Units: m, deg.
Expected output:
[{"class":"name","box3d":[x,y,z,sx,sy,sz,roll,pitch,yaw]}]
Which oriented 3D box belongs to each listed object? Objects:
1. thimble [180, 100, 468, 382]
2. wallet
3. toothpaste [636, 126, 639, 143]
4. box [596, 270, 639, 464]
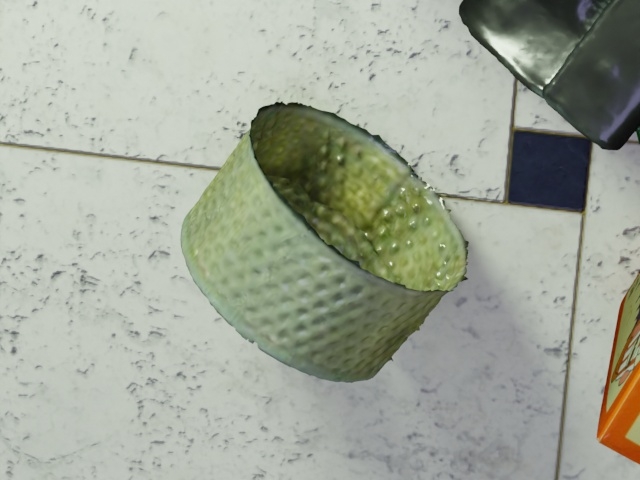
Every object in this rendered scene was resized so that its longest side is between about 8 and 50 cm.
[{"class":"thimble","box3d":[0.000,0.000,2.020,0.271,0.271,0.150,37,117,-3]},{"class":"wallet","box3d":[0.323,-0.305,1.894,0.228,0.062,0.406,46,114,23]},{"class":"toothpaste","box3d":[0.316,-0.186,2.002,0.043,0.037,0.178,-16,107,14]},{"class":"box","box3d":[0.470,0.097,1.905,0.318,0.349,0.257,30,114,2]}]
